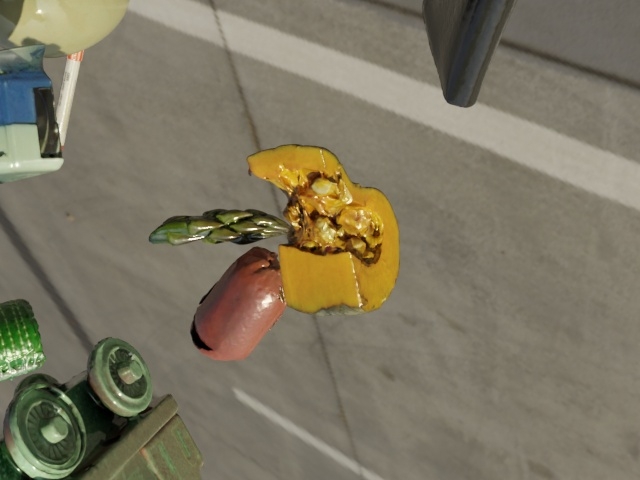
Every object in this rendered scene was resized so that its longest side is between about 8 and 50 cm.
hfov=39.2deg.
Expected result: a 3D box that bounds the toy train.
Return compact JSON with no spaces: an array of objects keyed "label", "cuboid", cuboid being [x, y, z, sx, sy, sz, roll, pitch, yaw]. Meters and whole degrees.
[{"label":"toy train","cuboid":[-0.233,0.233,0.863,0.150,0.304,0.221,-26,94,21]}]

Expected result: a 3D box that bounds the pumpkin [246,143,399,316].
[{"label":"pumpkin","cuboid":[-0.001,0.000,1.250,0.139,0.190,0.280,3,163,32]}]

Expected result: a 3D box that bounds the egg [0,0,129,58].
[{"label":"egg","cuboid":[-0.381,-0.354,1.272,0.186,0.242,0.186,29,130,41]}]

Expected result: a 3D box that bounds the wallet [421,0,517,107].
[{"label":"wallet","cuboid":[0.140,-0.245,0.772,0.250,0.044,0.149,102,161,-55]}]

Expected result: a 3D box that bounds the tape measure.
[{"label":"tape measure","cuboid":[-0.439,-0.111,0.987,0.259,0.262,0.138,-4,102,52]}]

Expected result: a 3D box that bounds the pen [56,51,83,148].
[{"label":"pen","cuboid":[-0.448,-0.268,1.591,0.028,0.028,0.239,28,111,29]}]

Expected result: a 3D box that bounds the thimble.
[{"label":"thimble","cuboid":[-0.477,0.153,1.381,0.130,0.090,0.118,54,150,41]}]

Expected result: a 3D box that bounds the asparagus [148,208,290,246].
[{"label":"asparagus","cuboid":[-0.200,-0.028,1.816,0.287,0.080,0.080,1,150,-2]}]

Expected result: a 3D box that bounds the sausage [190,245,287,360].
[{"label":"sausage","cuboid":[-0.160,0.136,1.831,0.152,0.152,0.279,41,118,3]}]
